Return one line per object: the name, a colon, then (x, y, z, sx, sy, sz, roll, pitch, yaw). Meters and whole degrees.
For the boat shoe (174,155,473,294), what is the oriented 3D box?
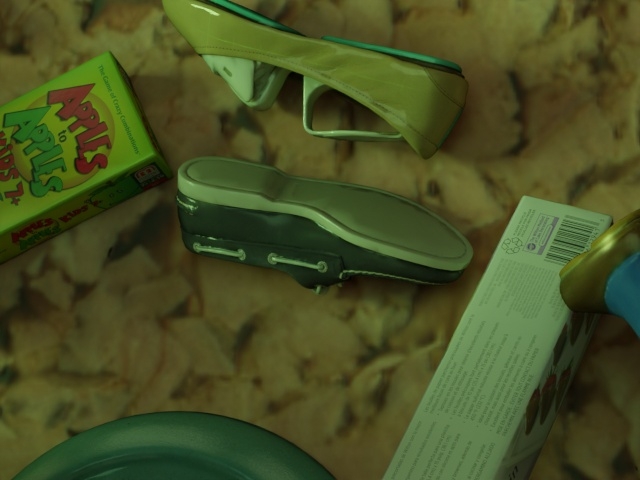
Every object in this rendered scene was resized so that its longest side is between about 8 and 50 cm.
boat shoe: (0.000, 0.000, 1.184, 0.206, 0.075, 0.065, 16, 118, 13)

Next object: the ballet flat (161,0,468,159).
ballet flat: (-0.015, -0.113, 1.211, 0.232, 0.080, 0.073, 18, 91, 20)

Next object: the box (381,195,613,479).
box: (0.093, 0.117, 1.058, 0.067, 0.063, 0.324, 14, 58, 24)

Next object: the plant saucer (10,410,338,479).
plant saucer: (-0.108, 0.257, 1.115, 0.317, 0.044, 0.318, -5, 70, 13)

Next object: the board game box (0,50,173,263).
board game box: (-0.206, -0.049, 1.248, 0.181, 0.043, 0.092, -27, 66, 3)

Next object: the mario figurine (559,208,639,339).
mario figurine: (0.260, 0.133, 1.030, 0.198, 0.170, 0.321, -32, 72, 16)
